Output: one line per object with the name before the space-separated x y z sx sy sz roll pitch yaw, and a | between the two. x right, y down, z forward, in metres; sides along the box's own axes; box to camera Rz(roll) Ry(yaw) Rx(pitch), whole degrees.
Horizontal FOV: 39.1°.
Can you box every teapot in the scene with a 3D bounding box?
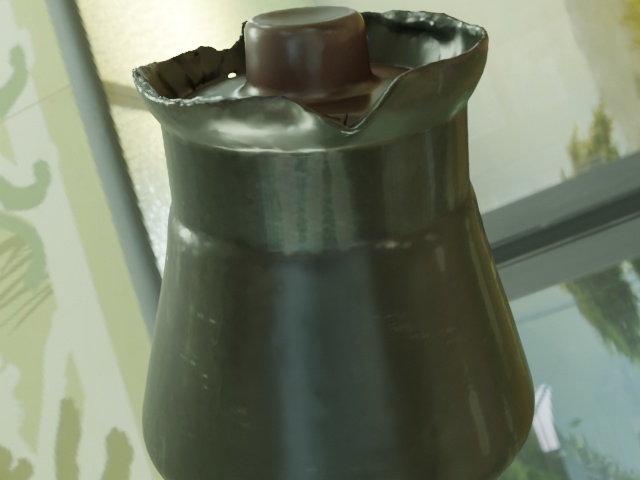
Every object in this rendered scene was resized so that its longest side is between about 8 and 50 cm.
teapot | 0.000 0.000 0.695 0.376 0.305 0.362 -115 19 -64
